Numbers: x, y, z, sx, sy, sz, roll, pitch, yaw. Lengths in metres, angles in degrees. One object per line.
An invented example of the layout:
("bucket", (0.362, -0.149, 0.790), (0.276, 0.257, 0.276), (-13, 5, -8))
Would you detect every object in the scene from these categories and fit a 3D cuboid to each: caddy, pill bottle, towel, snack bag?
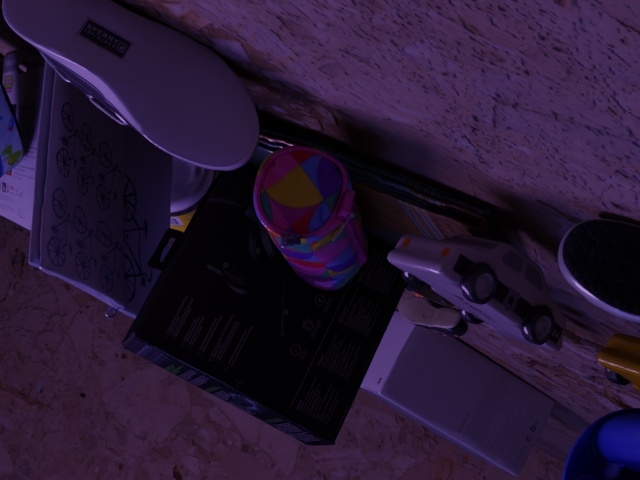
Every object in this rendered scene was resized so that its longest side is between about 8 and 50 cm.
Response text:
("caddy", (0.504, 0.380, 1.293), (0.341, 0.241, 0.179), (31, 166, -3))
("pill bottle", (-0.187, -0.048, 1.448), (0.119, 0.119, 0.208), (25, 161, 28))
("towel", (0.055, -0.041, 1.077), (0.370, 0.040, 0.271), (23, 170, 28))
("snack bag", (-0.251, -0.066, 1.160), (0.037, 0.323, 0.342), (-7, 159, 13))

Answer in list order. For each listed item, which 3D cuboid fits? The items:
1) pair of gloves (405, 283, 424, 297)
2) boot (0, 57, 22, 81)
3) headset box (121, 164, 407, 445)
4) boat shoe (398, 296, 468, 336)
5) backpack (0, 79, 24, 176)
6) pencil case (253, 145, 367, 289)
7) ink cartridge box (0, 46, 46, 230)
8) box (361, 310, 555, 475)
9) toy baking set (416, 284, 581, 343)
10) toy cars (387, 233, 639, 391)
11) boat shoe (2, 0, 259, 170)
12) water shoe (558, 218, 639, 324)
("pair of gloves", (0.130, 0.069, 1.502), (0.083, 0.010, 0.074), (25, 169, 24))
("boot", (-0.608, -0.301, 1.625), (0.165, 0.077, 0.213), (23, 163, 35))
("headset box", (-0.071, 0.074, 1.127), (0.283, 0.246, 0.131), (29, 161, -10))
("boat shoe", (0.182, 0.127, 1.527), (0.133, 0.049, 0.042), (13, 153, 47))
("backpack", (-0.556, -0.202, 1.272), (0.290, 0.273, 0.355), (25, 162, 23))
("pencil case", (-0.003, -0.017, 0.968), (0.104, 0.104, 0.236), (28, 172, 12))
("ink cartridge box", (-0.409, -0.158, 1.458), (0.130, 0.272, 0.309), (0, -172, -30))
("box", (0.247, 0.294, 1.849), (0.345, 0.168, 0.215), (32, 171, -17))
("toy baking set", (0.208, 0.088, 1.160), (0.196, 0.030, 0.256), (23, 179, -19))
("toy cars", (0.253, 0.076, 0.872), (0.393, 0.087, 0.176), (26, 171, 6))
("boat shoe", (-0.187, -0.164, 0.952), (0.301, 0.108, 0.102), (32, 171, 8))
("water shoe", (0.281, 0.048, 0.725), (0.203, 0.073, 0.080), (25, 172, 31))
